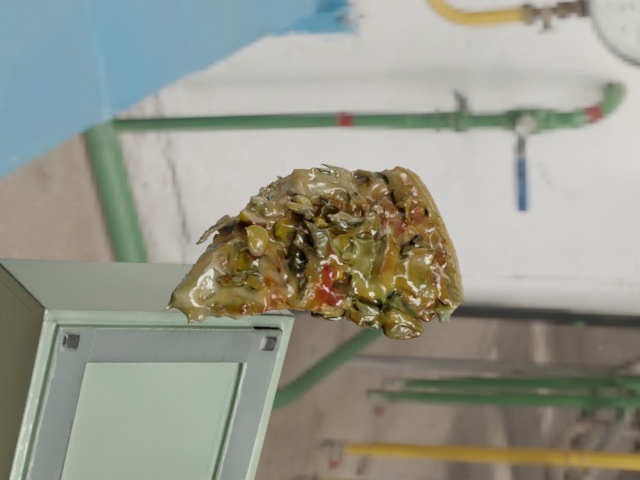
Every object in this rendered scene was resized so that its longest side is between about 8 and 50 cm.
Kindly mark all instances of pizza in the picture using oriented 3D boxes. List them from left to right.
[{"bbox_3d":[0.000,0.000,1.171,0.069,0.226,0.147,109,-14,-60],"label":"pizza"}]

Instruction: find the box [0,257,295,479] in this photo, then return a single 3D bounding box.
[{"bbox_3d":[-0.164,0.143,1.263,0.225,0.117,0.225,3,109,-35],"label":"box"}]
